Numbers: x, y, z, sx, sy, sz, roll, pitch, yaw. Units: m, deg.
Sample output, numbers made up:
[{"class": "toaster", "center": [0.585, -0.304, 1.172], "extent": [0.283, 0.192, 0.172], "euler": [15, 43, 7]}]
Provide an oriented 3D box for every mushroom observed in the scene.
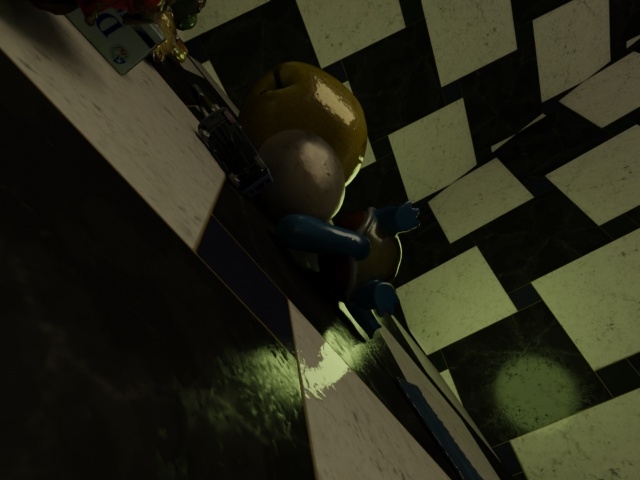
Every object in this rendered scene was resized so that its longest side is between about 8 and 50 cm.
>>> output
[{"class": "mushroom", "center": [-0.052, -0.132, 0.991], "extent": [0.226, 0.178, 0.227], "euler": [11, 75, -48]}]

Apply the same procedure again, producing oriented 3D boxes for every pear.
[{"class": "pear", "center": [-0.044, -0.280, 1.231], "extent": [0.362, 0.362, 0.418], "euler": [55, 0, 32]}]

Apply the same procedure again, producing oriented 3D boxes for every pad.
[{"class": "pad", "center": [0.258, 0.410, 0.934], "extent": [0.270, 0.012, 0.269], "euler": [54, 5, 32]}]

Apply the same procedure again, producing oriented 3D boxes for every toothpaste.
[{"class": "toothpaste", "center": [-0.344, -0.375, 0.557], "extent": [0.336, 0.081, 0.067], "euler": [50, 6, -29]}]

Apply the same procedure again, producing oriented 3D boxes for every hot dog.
[{"class": "hot dog", "center": [-0.447, -0.578, 1.207], "extent": [0.109, 0.072, 0.269], "euler": [52, 2, 19]}]

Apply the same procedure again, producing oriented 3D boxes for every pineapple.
[{"class": "pineapple", "center": [-0.356, -0.453, 0.894], "extent": [0.221, 0.047, 0.221], "euler": [-10, 90, -77]}]

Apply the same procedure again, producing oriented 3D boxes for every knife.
[{"class": "knife", "center": [-0.320, -0.384, 1.231], "extent": [0.061, 0.027, 0.343], "euler": [44, 5, -37]}]

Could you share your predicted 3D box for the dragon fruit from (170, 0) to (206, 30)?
[{"class": "dragon fruit", "center": [-0.375, -0.599, 0.985], "extent": [0.295, 0.268, 0.130], "euler": [78, -11, -65]}]

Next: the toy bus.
[{"class": "toy bus", "center": [-0.161, -0.166, 0.846], "extent": [0.167, 0.073, 0.076], "euler": [56, 2, 12]}]

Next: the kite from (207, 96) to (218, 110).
[{"class": "kite", "center": [-0.335, -0.422, 1.503], "extent": [0.183, 0.010, 0.160], "euler": [49, 7, 7]}]

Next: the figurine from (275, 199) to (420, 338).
[{"class": "figurine", "center": [0.084, 0.048, 0.923], "extent": [0.416, 0.242, 0.298], "euler": [35, 60, -65]}]

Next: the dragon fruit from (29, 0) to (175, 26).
[{"class": "dragon fruit", "center": [-0.246, -0.336, 0.388], "extent": [0.231, 0.237, 0.302], "euler": [29, 0, 37]}]
